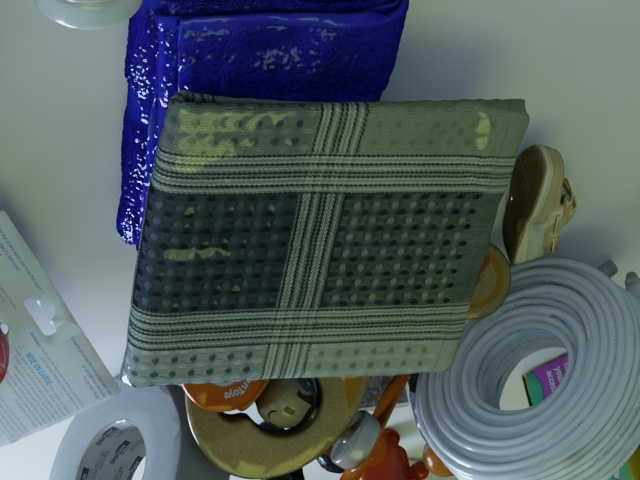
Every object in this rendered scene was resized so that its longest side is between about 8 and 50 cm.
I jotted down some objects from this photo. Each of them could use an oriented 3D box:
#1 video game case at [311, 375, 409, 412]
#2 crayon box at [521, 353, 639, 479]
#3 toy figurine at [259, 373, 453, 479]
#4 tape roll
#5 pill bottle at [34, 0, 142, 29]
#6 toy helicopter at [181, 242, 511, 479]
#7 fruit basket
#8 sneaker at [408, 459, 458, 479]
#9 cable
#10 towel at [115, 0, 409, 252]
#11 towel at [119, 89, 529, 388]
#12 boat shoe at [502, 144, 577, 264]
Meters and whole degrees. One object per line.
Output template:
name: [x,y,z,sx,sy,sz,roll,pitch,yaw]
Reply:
video game case: [0.026,0.145,1.606,0.122,0.087,0.011,-7,144,-6]
crayon box: [0.380,0.340,1.716,0.106,0.363,0.313,-30,138,23]
toy figurine: [0.045,0.241,1.682,0.213,0.148,0.209,10,137,-24]
tape roll: [-0.192,0.251,1.576,0.219,0.219,0.072,-37,134,28]
pill bottle: [-0.163,-0.244,1.059,0.112,0.112,0.186,-3,141,-11]
toy helicopter: [0.038,0.120,1.504,0.355,0.140,0.235,-30,100,-4]
fruit basket: [-0.407,0.126,1.457,0.353,0.165,0.327,-28,142,-4]
sneaker: [0.153,0.326,1.882,0.212,0.080,0.094,17,139,-17]
cable: [0.217,0.141,1.515,0.257,0.257,0.089,-30,132,18]
towel: [-0.056,-0.097,1.297,0.228,0.076,0.308,-1,140,-12]
towel: [0.000,0.000,1.324,0.324,0.056,0.312,0,127,-18]
boat shoe: [0.216,-0.038,1.456,0.059,0.063,0.170,-8,151,-9]
